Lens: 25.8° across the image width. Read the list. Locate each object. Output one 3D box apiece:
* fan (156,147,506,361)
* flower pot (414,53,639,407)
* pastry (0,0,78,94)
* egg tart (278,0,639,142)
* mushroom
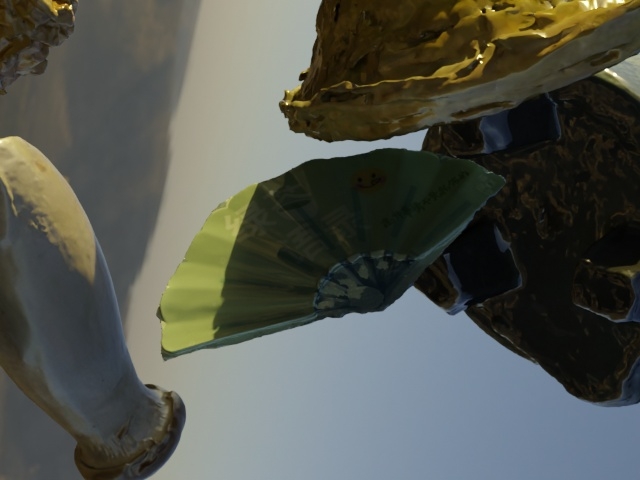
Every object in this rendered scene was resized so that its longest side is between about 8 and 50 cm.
[{"bbox_3d":[0.000,0.000,0.834,0.131,0.240,0.009,47,-23,38],"label":"fan"},{"bbox_3d":[0.232,-0.017,1.170,0.282,0.299,0.299,-24,140,-47],"label":"flower pot"},{"bbox_3d":[-0.346,-0.214,1.399,0.250,0.154,0.102,-39,173,24],"label":"pastry"},{"bbox_3d":[0.107,-0.151,0.856,0.315,0.314,0.120,-119,-170,-80],"label":"egg tart"},{"bbox_3d":[-0.220,0.065,1.170,0.128,0.128,0.350,-87,157,-55],"label":"mushroom"}]
